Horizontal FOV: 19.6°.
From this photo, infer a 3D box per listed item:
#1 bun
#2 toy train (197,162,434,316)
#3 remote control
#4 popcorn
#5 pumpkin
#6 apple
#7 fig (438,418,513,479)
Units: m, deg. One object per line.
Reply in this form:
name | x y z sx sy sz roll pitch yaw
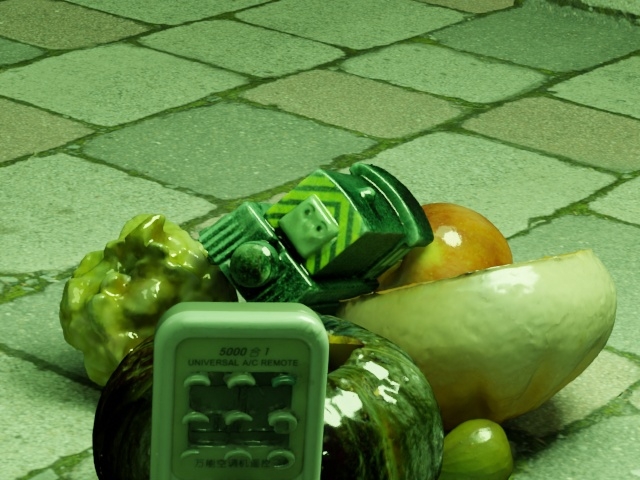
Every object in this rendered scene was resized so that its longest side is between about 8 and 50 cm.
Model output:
bun | 0.163 0.112 1.904 0.299 0.165 0.299 -10 -1 0
toy train | 0.000 0.000 1.952 0.138 0.178 0.330 53 12 10
remote control | -0.066 0.204 1.396 0.128 0.335 0.065 2 20 -6
popcorn | -0.178 0.068 1.948 0.187 0.185 0.167 23 25 -47
pumpkin | -0.048 0.177 1.670 0.320 0.192 0.320 2 20 -1
apple | 0.141 0.034 2.130 0.139 0.163 0.163 19 14 -26
fig | 0.142 0.212 1.787 0.088 0.074 0.074 -18 26 -11
